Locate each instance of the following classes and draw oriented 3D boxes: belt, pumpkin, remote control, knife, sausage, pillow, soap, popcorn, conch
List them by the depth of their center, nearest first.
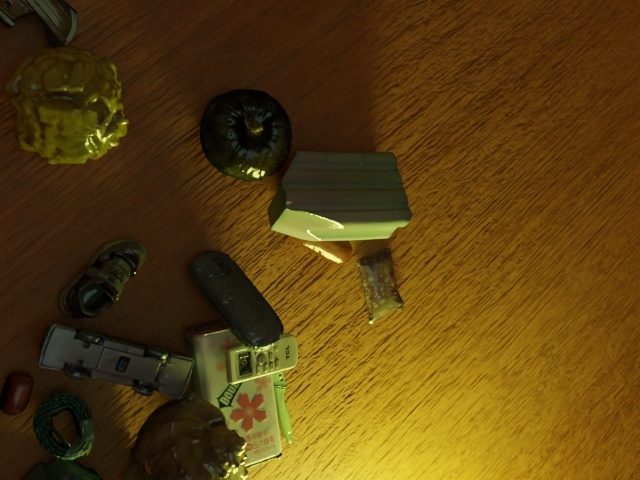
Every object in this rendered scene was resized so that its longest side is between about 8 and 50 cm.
[{"bbox_3d":[-0.507,-0.279,1.571,0.249,0.249,0.225,24,48,-28],"label":"popcorn"},{"bbox_3d":[-0.648,0.328,1.655,0.054,0.059,0.094,20,82,-42],"label":"sausage"},{"bbox_3d":[-0.552,0.405,1.677,0.121,0.079,0.151,-23,84,-28],"label":"belt"},{"bbox_3d":[-0.315,0.479,1.727,0.324,0.186,0.263,-21,69,4],"label":"conch"},{"bbox_3d":[-0.169,-0.244,1.791,0.224,0.157,0.223,2,84,-24],"label":"pumpkin"},{"bbox_3d":[-0.136,0.275,1.821,0.190,0.029,0.087,-8,100,-35],"label":"remote control"},{"bbox_3d":[0.041,-0.108,1.903,0.347,0.115,0.208,-2,67,-29],"label":"soap"},{"bbox_3d":[0.000,0.000,1.958,0.198,0.076,0.076,30,82,-29],"label":"sausage"},{"bbox_3d":[-0.103,0.383,1.978,0.043,0.020,0.292,-18,103,-23],"label":"knife"},{"bbox_3d":[0.163,0.121,2.076,0.118,0.043,0.184,-20,105,-23],"label":"pillow"}]

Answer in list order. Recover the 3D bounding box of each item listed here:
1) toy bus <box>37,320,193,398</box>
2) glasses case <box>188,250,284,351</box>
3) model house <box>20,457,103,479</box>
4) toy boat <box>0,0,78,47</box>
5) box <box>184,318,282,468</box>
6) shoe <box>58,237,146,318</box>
[{"bbox_3d":[-0.455,0.258,1.707,0.330,0.136,0.108,21,88,-29],"label":"toy bus"},{"bbox_3d":[-0.196,0.138,1.796,0.109,0.067,0.282,-29,68,-35],"label":"glasses case"},{"bbox_3d":[-0.542,0.652,1.601,0.252,0.329,0.295,45,76,-21],"label":"model house"},{"bbox_3d":[-0.631,-0.506,1.550,0.321,0.089,0.121,42,88,-25],"label":"toy boat"},{"bbox_3d":[-0.206,0.373,1.870,0.190,0.112,0.369,-13,101,-25],"label":"box"},{"bbox_3d":[-0.469,0.086,1.687,0.227,0.125,0.099,-46,112,-14],"label":"shoe"}]
